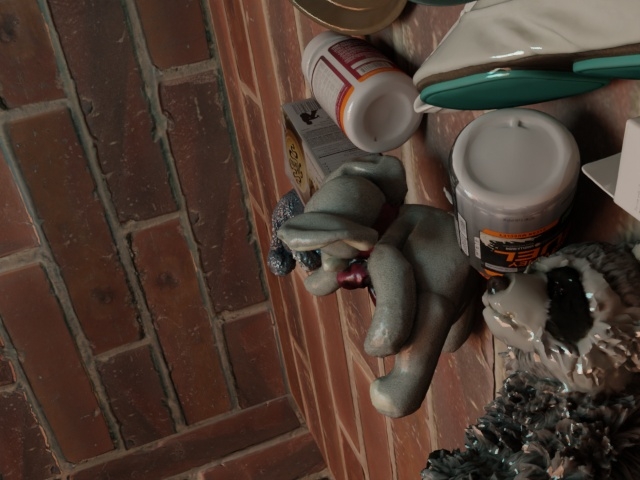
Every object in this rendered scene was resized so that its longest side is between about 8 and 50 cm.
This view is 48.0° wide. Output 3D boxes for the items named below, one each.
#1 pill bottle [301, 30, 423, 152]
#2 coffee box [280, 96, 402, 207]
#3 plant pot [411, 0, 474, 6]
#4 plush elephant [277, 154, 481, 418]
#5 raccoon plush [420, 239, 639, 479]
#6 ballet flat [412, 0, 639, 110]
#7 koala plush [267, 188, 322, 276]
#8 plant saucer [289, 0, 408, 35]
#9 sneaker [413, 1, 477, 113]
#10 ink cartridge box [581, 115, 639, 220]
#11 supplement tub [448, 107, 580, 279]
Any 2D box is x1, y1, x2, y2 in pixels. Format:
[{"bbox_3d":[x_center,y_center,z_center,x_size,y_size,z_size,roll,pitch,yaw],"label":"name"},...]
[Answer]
[{"bbox_3d":[0.054,-0.229,1.068,0.221,0.121,0.121,-122,20,-50],"label":"pill bottle"},{"bbox_3d":[0.032,-0.112,1.306,0.168,0.119,0.297,89,160,-46],"label":"coffee box"},{"bbox_3d":[0.070,-0.322,0.548,0.272,0.271,0.255,89,161,-50],"label":"plant pot"},{"bbox_3d":[0.075,0.021,0.949,0.255,0.272,0.330,21,122,21],"label":"plush elephant"},{"bbox_3d":[0.293,0.202,0.678,0.446,0.299,0.216,44,163,-27],"label":"raccoon plush"},{"bbox_3d":[0.205,-0.178,0.564,0.400,0.139,0.139,-163,57,-69],"label":"ballet flat"},{"bbox_3d":[0.000,0.000,1.447,0.221,0.196,0.203,-127,34,-65],"label":"koala plush"},{"bbox_3d":[0.014,-0.403,0.948,0.278,0.041,0.278,32,151,21],"label":"plant saucer"},{"bbox_3d":[0.153,-0.200,0.765,0.212,0.094,0.080,100,152,-62],"label":"sneaker"},{"bbox_3d":[0.269,-0.038,0.444,0.198,0.115,0.067,-124,21,-50],"label":"ink cartridge box"},{"bbox_3d":[0.191,-0.033,0.716,0.190,0.117,0.117,63,-178,-59],"label":"supplement tub"}]
